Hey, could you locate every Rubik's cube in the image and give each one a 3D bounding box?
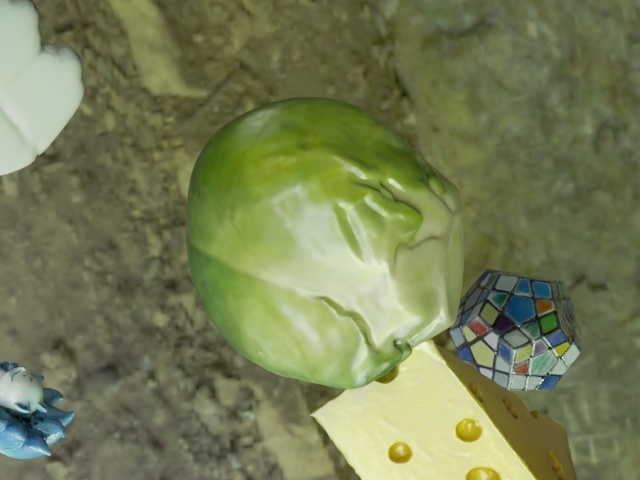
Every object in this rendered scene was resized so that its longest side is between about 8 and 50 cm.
[{"bbox_3d":[0.160,0.073,1.006,0.093,0.111,0.111,37,28,-8],"label":"Rubik's cube"}]

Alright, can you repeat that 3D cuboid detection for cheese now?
[{"bbox_3d":[0.080,0.131,0.763,0.171,0.093,0.126,46,24,-27],"label":"cheese"}]

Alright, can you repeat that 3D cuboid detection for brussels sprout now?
[{"bbox_3d":[0.001,-0.003,0.626,0.117,0.155,0.155,-46,124,-61],"label":"brussels sprout"}]

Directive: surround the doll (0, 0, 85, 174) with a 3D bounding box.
[{"bbox_3d":[-0.259,-0.130,0.658,0.208,0.271,0.144,48,67,-31],"label":"doll"}]

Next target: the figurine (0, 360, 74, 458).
[{"bbox_3d":[-0.278,0.160,1.134,0.079,0.114,0.114,-58,166,10],"label":"figurine"}]
